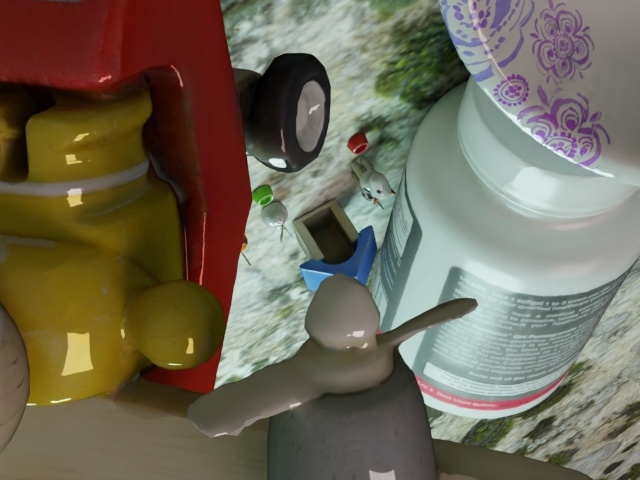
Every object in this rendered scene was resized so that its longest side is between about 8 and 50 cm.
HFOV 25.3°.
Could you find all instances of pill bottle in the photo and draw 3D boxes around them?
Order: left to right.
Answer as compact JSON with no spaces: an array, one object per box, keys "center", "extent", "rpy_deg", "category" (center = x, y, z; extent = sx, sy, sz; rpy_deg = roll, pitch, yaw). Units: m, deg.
[{"center":[0.140,-0.011,1.028],"extent":[0.176,0.176,0.318],"rpy_deg":[-23,155,-20],"category":"pill bottle"}]

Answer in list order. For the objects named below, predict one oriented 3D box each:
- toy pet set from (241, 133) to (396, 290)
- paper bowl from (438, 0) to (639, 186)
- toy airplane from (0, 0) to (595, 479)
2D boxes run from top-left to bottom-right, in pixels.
[{"center":[0.000,0.000,1.016],"extent":[0.122,0.065,0.114],"rpy_deg":[-29,156,-6],"category":"toy pet set"},{"center":[0.204,-0.176,0.727],"extent":[0.284,0.284,0.148],"rpy_deg":[-52,-168,38],"category":"paper bowl"},{"center":[-0.126,0.078,0.622],"extent":[0.386,0.384,0.272],"rpy_deg":[-38,166,16],"category":"toy airplane"}]
